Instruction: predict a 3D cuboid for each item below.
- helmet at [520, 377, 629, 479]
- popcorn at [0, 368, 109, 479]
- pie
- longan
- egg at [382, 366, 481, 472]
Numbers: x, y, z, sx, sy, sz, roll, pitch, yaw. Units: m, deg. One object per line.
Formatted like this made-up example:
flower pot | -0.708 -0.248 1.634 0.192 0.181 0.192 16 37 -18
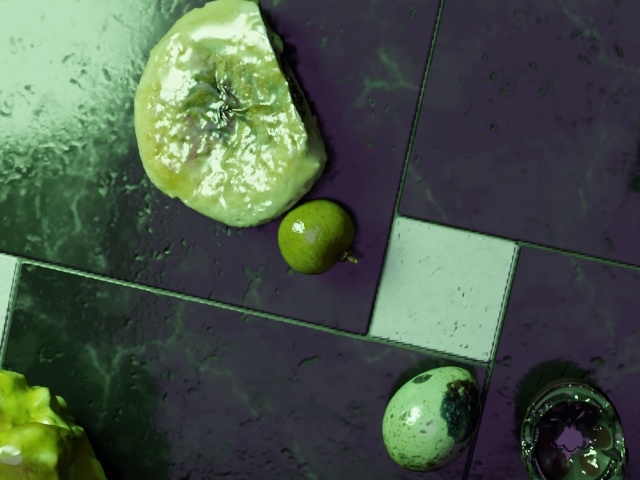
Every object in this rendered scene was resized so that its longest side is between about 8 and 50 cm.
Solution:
helmet | 0.238 0.186 1.085 0.098 0.070 0.123 -5 100 12
popcorn | -0.291 0.251 1.063 0.206 0.236 0.251 -27 51 -27
pie | -0.095 -0.115 1.106 0.185 0.052 0.218 -27 86 22
longan | 0.000 0.000 1.098 0.083 0.075 0.075 38 97 8
egg | 0.108 0.169 1.090 0.110 0.085 0.085 -45 88 0
